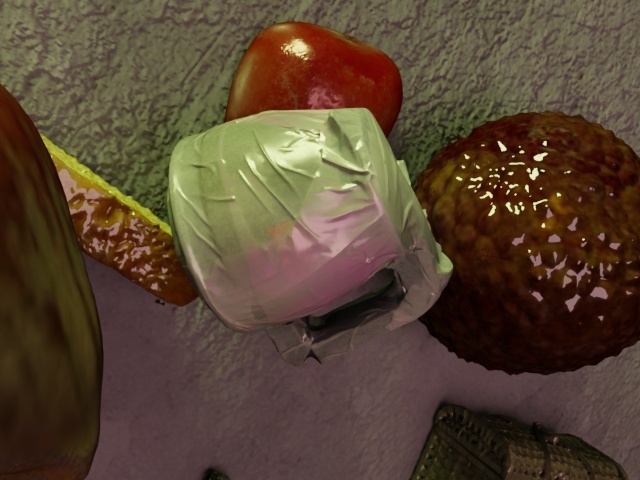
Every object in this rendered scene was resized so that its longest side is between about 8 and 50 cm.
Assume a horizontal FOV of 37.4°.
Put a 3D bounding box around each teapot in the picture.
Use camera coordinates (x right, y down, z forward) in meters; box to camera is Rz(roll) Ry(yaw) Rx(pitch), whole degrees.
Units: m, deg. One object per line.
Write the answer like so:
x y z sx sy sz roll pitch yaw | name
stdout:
-0.003 0.002 0.736 0.178 0.163 0.221 -17 100 16 | teapot

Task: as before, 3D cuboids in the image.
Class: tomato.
0.003 -0.103 0.846 0.166 0.082 0.174 15 94 -31 | tomato

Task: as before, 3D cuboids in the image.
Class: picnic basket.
0.217 0.275 1.038 0.196 0.134 0.154 20 97 -31 | picnic basket

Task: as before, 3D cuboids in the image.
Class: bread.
-0.172 -0.014 0.765 0.187 0.103 0.065 34 86 -33 | bread

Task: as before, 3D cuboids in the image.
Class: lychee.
0.190 0.000 0.873 0.260 0.260 0.260 -8 107 -26 | lychee

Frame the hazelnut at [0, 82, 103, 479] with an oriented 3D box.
-0.298 0.034 0.527 0.359 0.409 0.359 -2 107 -7 | hazelnut

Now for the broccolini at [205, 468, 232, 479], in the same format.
-0.128 0.286 0.912 0.030 0.035 0.140 34 88 -27 | broccolini
